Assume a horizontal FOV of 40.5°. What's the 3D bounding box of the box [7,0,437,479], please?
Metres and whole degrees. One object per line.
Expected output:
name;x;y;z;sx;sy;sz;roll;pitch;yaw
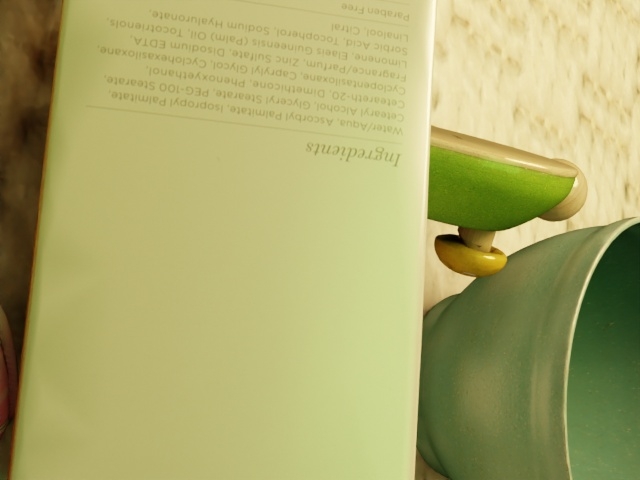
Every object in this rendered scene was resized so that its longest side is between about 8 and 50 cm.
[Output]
box;-0.053;-0.018;0.464;0.168;0.215;0.345;5;81;-12

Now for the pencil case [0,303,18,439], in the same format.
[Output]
pencil case;-0.302;0.104;0.285;0.386;0.160;0.167;-34;105;-40

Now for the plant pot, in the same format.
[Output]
plant pot;0.198;0.130;0.744;0.293;0.196;0.293;3;85;-44

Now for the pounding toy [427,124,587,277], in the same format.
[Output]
pounding toy;0.095;-0.026;0.661;0.237;0.183;0.110;-8;115;-62
